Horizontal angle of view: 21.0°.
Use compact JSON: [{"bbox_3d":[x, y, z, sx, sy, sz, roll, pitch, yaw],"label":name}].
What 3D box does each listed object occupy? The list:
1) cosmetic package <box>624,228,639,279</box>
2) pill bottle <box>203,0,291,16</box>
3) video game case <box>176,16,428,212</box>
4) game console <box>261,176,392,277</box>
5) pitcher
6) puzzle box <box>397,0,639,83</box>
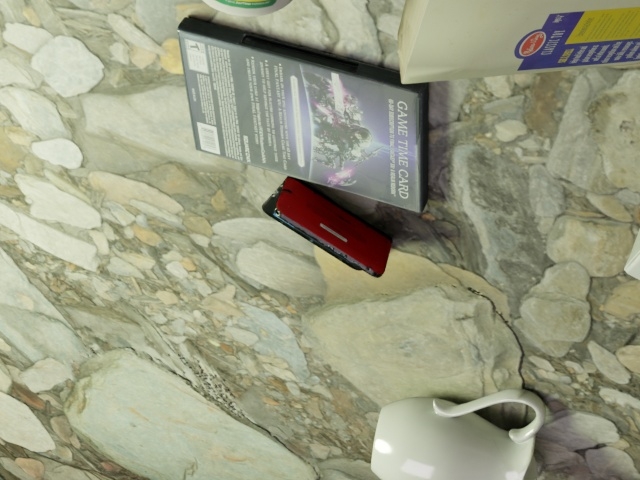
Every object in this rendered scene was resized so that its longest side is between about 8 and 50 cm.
[{"bbox_3d":[0.426,0.024,1.682,0.231,0.117,0.085,29,147,-1],"label":"cosmetic package"},{"bbox_3d":[-0.062,-0.311,1.561,0.117,0.118,0.208,21,146,8],"label":"pill bottle"},{"bbox_3d":[-0.016,-0.132,1.853,0.274,0.026,0.196,15,145,15],"label":"video game case"},{"bbox_3d":[0.000,0.000,1.968,0.144,0.124,0.085,32,119,-8],"label":"game console"},{"bbox_3d":[0.174,0.245,2.159,0.207,0.125,0.178,9,123,7],"label":"pitcher"},{"bbox_3d":[0.209,-0.213,1.334,0.272,0.052,0.409,-5,169,-5],"label":"puzzle box"}]
